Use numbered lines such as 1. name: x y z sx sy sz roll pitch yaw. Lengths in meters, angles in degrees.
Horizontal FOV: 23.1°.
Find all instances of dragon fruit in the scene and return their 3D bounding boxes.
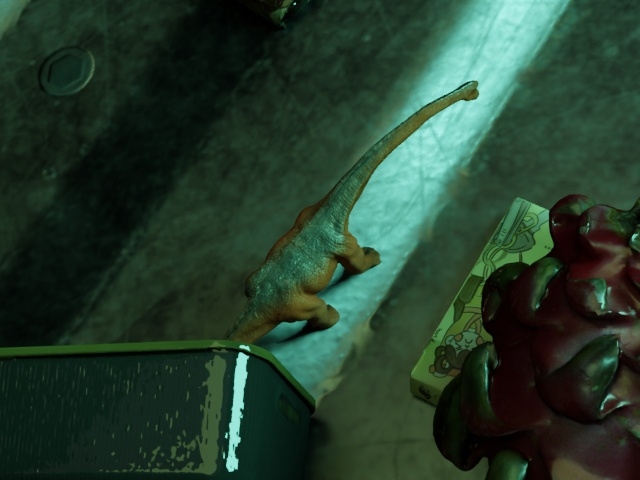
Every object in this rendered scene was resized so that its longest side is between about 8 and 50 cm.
1. dragon fruit: 0.170 0.112 0.845 0.218 0.198 0.272 -4 63 6

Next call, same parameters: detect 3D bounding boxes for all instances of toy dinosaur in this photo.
1. toy dinosaur: 0.005 0.004 1.009 0.055 0.101 0.279 42 92 20

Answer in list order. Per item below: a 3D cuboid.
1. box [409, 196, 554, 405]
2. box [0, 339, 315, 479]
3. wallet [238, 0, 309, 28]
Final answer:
1. box: 0.121 0.046 0.995 0.073 0.020 0.149 24 73 26
2. box: -0.114 0.127 0.956 0.201 0.144 0.090 -2 66 15
3. wallet: -0.074 -0.261 1.211 0.232 0.031 0.122 36 80 30
